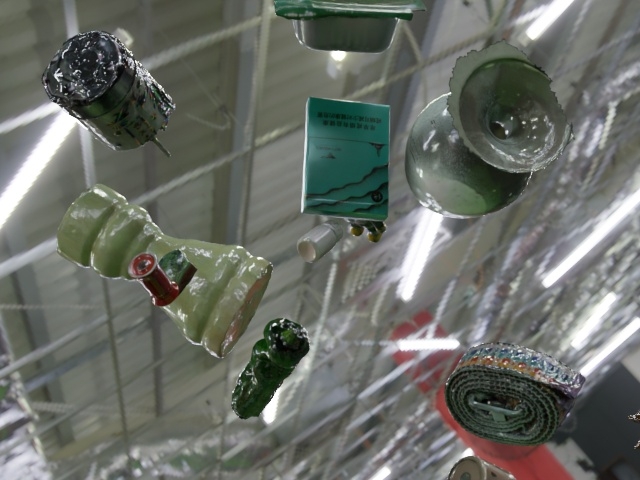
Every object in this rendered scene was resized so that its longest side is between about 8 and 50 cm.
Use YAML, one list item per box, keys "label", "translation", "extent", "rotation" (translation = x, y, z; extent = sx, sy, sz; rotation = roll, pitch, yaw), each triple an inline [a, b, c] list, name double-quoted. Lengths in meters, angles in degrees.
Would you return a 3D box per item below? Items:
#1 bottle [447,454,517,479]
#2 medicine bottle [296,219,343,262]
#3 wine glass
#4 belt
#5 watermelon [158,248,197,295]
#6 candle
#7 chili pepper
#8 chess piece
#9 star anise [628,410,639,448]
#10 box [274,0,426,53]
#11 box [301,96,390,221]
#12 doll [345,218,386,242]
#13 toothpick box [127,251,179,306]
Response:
- label: "bottle"
  translation: [0.297, 0.435, 1.566]
  extent: [0.152, 0.099, 0.099]
  rotation: [29, -67, -33]
- label: "medicine bottle"
  translation: [0.000, 0.000, 1.663]
  extent: [0.089, 0.052, 0.052]
  rotation: [-38, -17, -45]
- label: "wine glass"
  translation: [0.265, -0.163, 1.541]
  extent: [0.238, 0.238, 0.323]
  rotation: [-31, -5, -19]
- label: "belt"
  translation: [0.433, 0.359, 2.065]
  extent: [0.160, 0.295, 0.206]
  rotation: [-38, -45, -53]
- label: "watermelon"
  translation: [-0.290, 0.067, 1.790]
  extent: [0.084, 0.092, 0.072]
  rotation: [-45, -48, -25]
- label: "candle"
  translation: [-0.419, -0.285, 1.906]
  extent: [0.187, 0.187, 0.330]
  rotation: [-40, -31, 0]
- label: "chili pepper"
  translation: [-0.095, 0.243, 1.817]
  extent: [0.136, 0.099, 0.270]
  rotation: [-37, -17, -40]
- label: "chess piece"
  translation: [-0.343, 0.049, 1.979]
  extent: [0.234, 0.442, 0.234]
  rotation: [-59, -8, -14]
- label: "star anise"
  translation: [0.714, 0.380, 1.866]
  extent: [0.057, 0.168, 0.168]
  rotation: [27, -66, -38]
- label: "box"
  translation: [0.037, -0.430, 1.676]
  extent: [0.264, 0.336, 0.106]
  rotation: [3, -60, -6]
- label: "box"
  translation: [0.048, -0.153, 1.706]
  extent: [0.161, 0.226, 0.042]
  rotation: [4, -17, -8]
- label: "doll"
  translation: [0.066, -0.099, 2.001]
  extent: [0.103, 0.145, 0.316]
  rotation: [-39, -33, -6]
- label: "toothpick box"
  translation: [-0.240, 0.057, 1.312]
  extent: [0.047, 0.047, 0.083]
  rotation: [-36, -39, -9]
